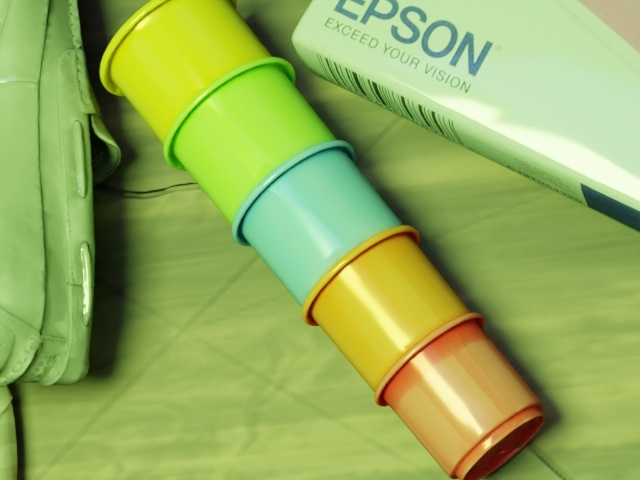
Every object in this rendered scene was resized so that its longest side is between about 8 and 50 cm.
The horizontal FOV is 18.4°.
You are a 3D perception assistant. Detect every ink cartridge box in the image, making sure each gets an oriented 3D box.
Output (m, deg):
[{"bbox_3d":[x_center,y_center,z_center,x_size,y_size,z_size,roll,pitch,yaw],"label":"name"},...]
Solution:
[{"bbox_3d":[0.201,-0.175,1.097,0.324,0.071,0.330,27,84,21],"label":"ink cartridge box"}]

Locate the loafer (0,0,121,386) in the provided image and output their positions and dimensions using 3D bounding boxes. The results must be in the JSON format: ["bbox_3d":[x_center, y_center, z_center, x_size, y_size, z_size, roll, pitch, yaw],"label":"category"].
[{"bbox_3d":[-0.174,-0.062,1.150,0.112,0.111,0.319,-29,50,45],"label":"loafer"}]

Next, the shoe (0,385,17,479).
[{"bbox_3d":[-0.214,0.116,1.131,0.076,0.058,0.219,-24,64,28],"label":"shoe"}]

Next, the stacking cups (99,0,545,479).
[{"bbox_3d":[0.000,0.000,1.094,0.096,0.096,0.316,-37,73,2],"label":"stacking cups"}]
